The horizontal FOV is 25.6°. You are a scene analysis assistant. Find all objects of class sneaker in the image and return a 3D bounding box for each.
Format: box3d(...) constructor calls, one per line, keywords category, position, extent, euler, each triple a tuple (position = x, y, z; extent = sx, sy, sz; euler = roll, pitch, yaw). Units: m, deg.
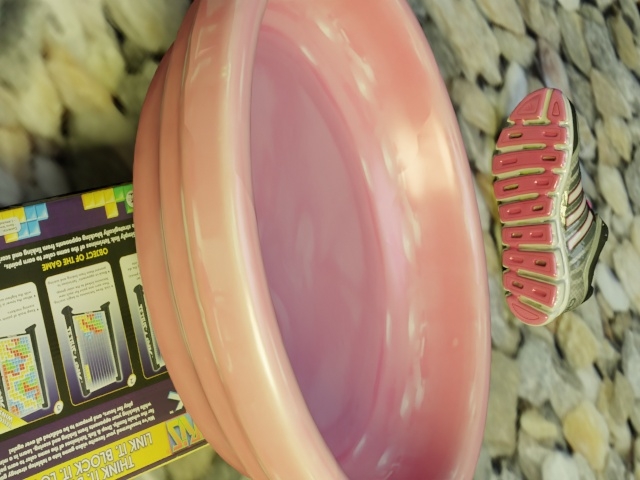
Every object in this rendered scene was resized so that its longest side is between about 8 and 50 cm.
box3d(category="sneaker", position=(0.170, -0.024, 1.023), extent=(0.074, 0.063, 0.170), euler=(2, 87, -49))

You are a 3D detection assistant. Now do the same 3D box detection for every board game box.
box3d(category="board game box", position=(-0.122, 0.049, 0.677), extent=(0.170, 0.048, 0.141), euler=(-16, 97, -50))

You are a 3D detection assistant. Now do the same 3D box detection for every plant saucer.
box3d(category="plant saucer", position=(0.000, 0.000, 0.754), extent=(0.332, 0.084, 0.332), euler=(-9, 90, -66))
